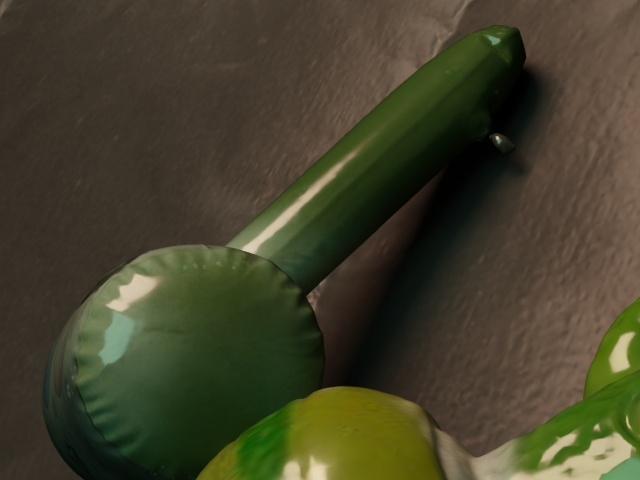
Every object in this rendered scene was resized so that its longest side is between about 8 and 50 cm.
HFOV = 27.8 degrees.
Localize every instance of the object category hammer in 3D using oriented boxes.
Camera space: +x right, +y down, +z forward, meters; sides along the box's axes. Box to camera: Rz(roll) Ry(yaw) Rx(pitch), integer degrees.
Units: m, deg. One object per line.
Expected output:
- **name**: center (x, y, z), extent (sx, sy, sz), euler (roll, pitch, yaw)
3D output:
- **hammer**: center (0.000, 0.000, 0.680), extent (0.335, 0.119, 0.206), euler (-43, 5, -20)

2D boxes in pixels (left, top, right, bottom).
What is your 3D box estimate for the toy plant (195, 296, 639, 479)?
- **toy plant**: center (0.117, 0.105, 0.486), extent (0.315, 0.184, 0.224), euler (-27, 28, 6)
